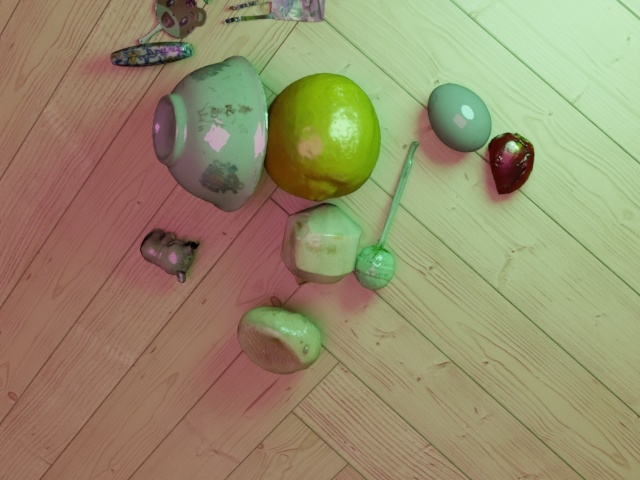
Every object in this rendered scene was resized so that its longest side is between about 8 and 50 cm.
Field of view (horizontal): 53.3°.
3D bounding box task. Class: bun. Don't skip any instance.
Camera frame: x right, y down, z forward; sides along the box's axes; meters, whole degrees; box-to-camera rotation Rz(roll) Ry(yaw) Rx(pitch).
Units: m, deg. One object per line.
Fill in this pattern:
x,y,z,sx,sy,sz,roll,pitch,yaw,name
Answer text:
-0.117,0.296,1.935,0.259,0.160,0.259,15,131,17,bun

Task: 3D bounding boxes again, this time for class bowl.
-0.330,-0.290,1.714,0.435,0.196,0.434,3,93,57,bowl

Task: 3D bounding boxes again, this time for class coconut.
-0.001,-0.001,1.809,0.241,0.241,0.241,3,104,14,coconut

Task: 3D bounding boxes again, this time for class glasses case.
-0.497,-0.548,1.877,0.248,0.087,0.065,-1,106,15,glasses case

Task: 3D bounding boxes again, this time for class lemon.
0.001,-0.270,1.687,0.348,0.348,0.347,3,104,14,lemon

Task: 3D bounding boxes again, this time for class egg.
0.363,-0.322,1.671,0.146,0.146,0.198,-33,85,19,egg

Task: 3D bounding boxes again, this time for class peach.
0.500,-0.202,1.693,0.127,0.092,0.172,14,104,8,peach

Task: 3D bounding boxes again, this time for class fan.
-0.452,-0.648,1.883,0.227,0.008,0.152,-33,94,18,fan

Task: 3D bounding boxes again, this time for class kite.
-0.134,-0.692,1.787,0.310,0.015,0.169,0,103,12,kite

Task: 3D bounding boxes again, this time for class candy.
0.197,-0.069,1.812,0.119,0.119,0.439,18,99,10,candy

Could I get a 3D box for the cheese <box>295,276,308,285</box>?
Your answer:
-0.039,0.109,1.941,0.083,0.030,0.044,-18,78,23,cheese

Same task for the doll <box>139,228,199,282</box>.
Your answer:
-0.478,0.041,2.008,0.192,0.095,0.149,21,105,12,doll

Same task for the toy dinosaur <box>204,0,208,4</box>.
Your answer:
-0.270,-0.862,1.752,0.331,0.129,0.383,-34,91,9,toy dinosaur
